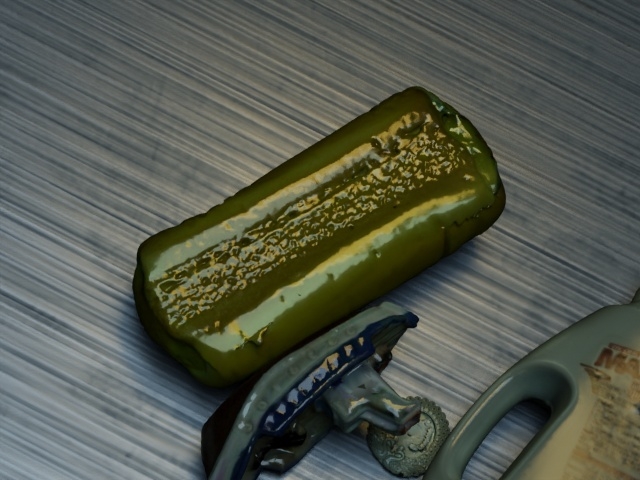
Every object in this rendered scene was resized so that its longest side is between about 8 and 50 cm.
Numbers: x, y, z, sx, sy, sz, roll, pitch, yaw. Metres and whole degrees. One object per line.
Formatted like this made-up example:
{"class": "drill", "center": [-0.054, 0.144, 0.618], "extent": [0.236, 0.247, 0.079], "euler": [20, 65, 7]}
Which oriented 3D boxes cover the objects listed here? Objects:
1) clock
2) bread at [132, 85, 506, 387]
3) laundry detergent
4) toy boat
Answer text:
{"class": "clock", "center": [0.087, 0.187, 1.838], "extent": [0.083, 0.010, 0.074], "euler": [-39, 79, -21]}
{"class": "bread", "center": [0.000, 0.000, 1.841], "extent": [0.383, 0.112, 0.166], "euler": [-32, 74, -17]}
{"class": "laundry detergent", "center": [0.263, 0.182, 1.806], "extent": [0.264, 0.125, 0.398], "euler": [23, 66, 13]}
{"class": "toy boat", "center": [0.002, 0.162, 1.774], "extent": [0.262, 0.114, 0.115], "euler": [-34, 66, -14]}
